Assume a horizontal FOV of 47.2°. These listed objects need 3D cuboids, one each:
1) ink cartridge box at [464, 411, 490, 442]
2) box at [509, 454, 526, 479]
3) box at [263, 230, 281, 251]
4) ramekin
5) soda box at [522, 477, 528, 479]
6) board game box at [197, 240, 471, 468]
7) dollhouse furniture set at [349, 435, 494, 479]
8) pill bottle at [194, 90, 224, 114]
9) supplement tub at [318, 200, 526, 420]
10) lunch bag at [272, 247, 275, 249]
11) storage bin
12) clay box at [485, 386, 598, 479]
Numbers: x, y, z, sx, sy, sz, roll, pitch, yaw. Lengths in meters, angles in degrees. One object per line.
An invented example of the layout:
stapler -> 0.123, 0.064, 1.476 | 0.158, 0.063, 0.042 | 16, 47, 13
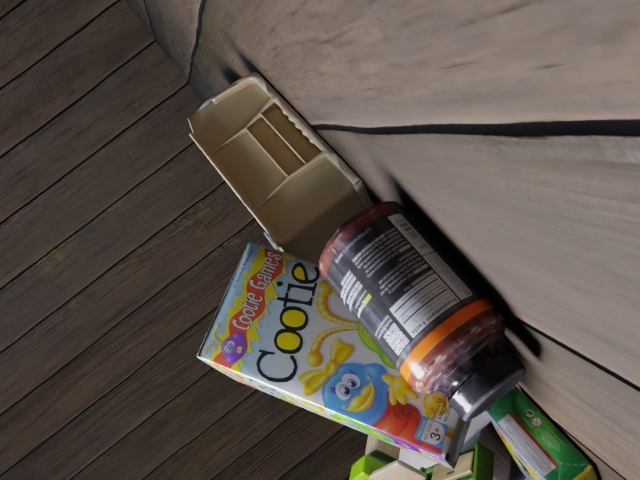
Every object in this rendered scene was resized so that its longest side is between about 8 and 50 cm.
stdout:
ink cartridge box -> 0.184, 0.217, 1.220 | 0.212, 0.093, 0.154 | 51, 178, 41
box -> 0.414, 0.548, 1.541 | 0.203, 0.103, 0.114 | 54, 177, -33
box -> 0.024, 0.049, 1.325 | 0.232, 0.127, 0.148 | 53, 177, -20
ramekin -> 0.251, 0.447, 1.444 | 0.127, 0.273, 0.273 | 42, 180, -17
soda box -> 0.445, 0.560, 1.424 | 0.263, 0.083, 0.092 | 55, 176, -38
board game box -> 0.034, 0.126, 0.800 | 0.275, 0.142, 0.144 | 18, 164, 20
dollhouse furniture set -> 0.187, 0.306, 1.300 | 0.198, 0.151, 0.301 | 31, -134, -17
pill bottle -> -0.155, -0.195, 1.243 | 0.117, 0.118, 0.208 | 53, 177, -14
supplement tub -> 0.093, 0.064, 0.665 | 0.198, 0.106, 0.106 | 51, 177, 24
lunch bag -> -0.023, 0.176, 1.544 | 0.305, 0.256, 0.212 | 28, 167, 17
storage bin -> -0.030, -0.053, 0.990 | 0.260, 0.123, 0.262 | 50, 177, 33
clay box -> 0.278, 0.276, 0.874 | 0.127, 0.053, 0.222 | 50, 175, 45
